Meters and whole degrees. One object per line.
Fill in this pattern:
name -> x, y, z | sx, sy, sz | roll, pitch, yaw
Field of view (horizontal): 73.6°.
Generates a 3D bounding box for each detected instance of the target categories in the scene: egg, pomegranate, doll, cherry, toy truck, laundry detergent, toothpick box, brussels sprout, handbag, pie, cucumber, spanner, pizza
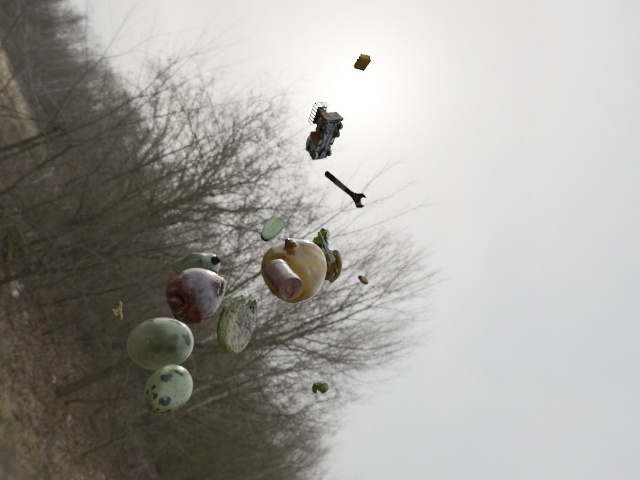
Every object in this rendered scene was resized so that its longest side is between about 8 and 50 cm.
egg -> -0.786, 0.504, 2.096 | 0.352, 0.258, 0.258 | -7, -69, 19
pomegranate -> -0.130, 0.126, 2.098 | 0.342, 0.343, 0.342 | 46, -31, 39
doll -> 0.003, 0.005, 2.775 | 0.106, 0.186, 0.134 | 13, -28, 28
cherry -> -0.523, 0.229, 1.810 | 0.203, 0.300, 0.230 | -17, -87, 38
toy truck -> 0.001, -0.376, 1.490 | 0.115, 0.080, 0.177 | 54, -39, 26
egg -> -0.605, 0.591, 1.687 | 0.228, 0.177, 0.177 | -49, 121, -73
laundry detergent -> -0.667, 0.132, 2.399 | 0.281, 0.215, 0.105 | -21, -127, 33
toothpick box -> -0.140, 0.145, 1.606 | 0.149, 0.098, 0.098 | 43, -33, 52
brussels sprout -> -0.006, 0.580, 1.683 | 0.083, 0.046, 0.051 | -30, -75, 37
handbag -> 0.188, -0.801, 1.930 | 0.083, 0.061, 0.027 | 140, -51, -60
pie -> -0.411, 0.418, 2.136 | 0.067, 0.302, 0.302 | 9, -55, 27
cucumber -> -0.312, -0.059, 2.688 | 0.115, 0.244, 0.063 | 30, -56, 4
spanner -> 0.136, -0.297, 2.392 | 0.316, 0.024, 0.087 | 43, -55, 21
pizza -> 0.025, 0.158, 2.669 | 0.223, 0.089, 0.323 | 16, -40, 5

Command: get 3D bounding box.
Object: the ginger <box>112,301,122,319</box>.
ginger -> -1.038, 0.360, 2.184 | 0.030, 0.048, 0.097 | -20, -109, 38

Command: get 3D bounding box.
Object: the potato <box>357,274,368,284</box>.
potato -> 0.272, 0.249, 2.740 | 0.092, 0.045, 0.046 | 39, 21, -23

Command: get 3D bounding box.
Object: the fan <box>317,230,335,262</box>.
fan -> 0.030, 0.035, 2.261 | 0.016, 0.038, 0.193 | -5, -59, 43
